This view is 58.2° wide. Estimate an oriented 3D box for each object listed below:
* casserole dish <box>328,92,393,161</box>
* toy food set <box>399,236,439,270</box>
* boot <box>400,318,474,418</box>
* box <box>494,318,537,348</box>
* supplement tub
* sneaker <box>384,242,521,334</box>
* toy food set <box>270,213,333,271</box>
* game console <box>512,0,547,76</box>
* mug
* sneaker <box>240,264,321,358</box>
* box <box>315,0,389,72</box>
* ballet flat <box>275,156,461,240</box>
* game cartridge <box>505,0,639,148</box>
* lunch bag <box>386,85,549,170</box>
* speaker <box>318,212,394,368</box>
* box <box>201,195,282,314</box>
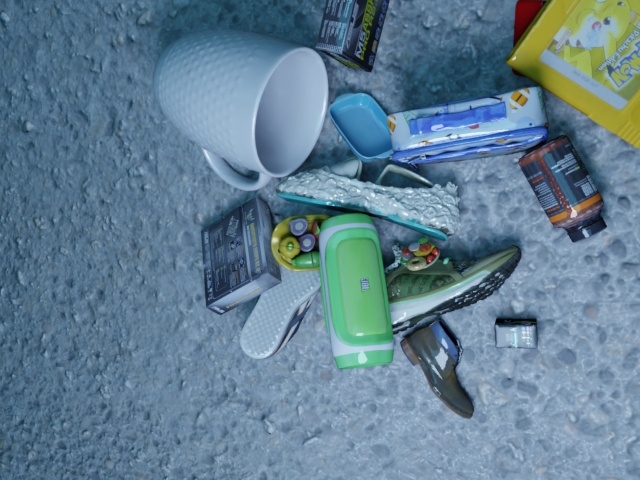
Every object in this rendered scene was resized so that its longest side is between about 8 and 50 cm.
[{"bbox_3d":[0.094,-0.242,1.249,0.114,0.037,0.188,-26,68,-17],"label":"casserole dish"},{"bbox_3d":[0.206,0.029,1.195,0.083,0.082,0.020,-32,125,-7],"label":"toy food set"},{"bbox_3d":[0.280,0.276,1.249,0.106,0.082,0.219,-45,78,22],"label":"boot"},{"bbox_3d":[0.409,0.194,1.201,0.083,0.062,0.052,-3,94,20],"label":"box"},{"bbox_3d":[0.477,-0.097,1.121,0.106,0.106,0.198,-28,86,21],"label":"supplement tub"},{"bbox_3d":[0.217,0.072,1.229,0.410,0.158,0.182,-24,70,16],"label":"sneaker"},{"bbox_3d":[0.000,0.000,1.276,0.217,0.071,0.128,-6,84,-9],"label":"toy food set"},{"bbox_3d":[0.441,-0.388,1.105,0.124,0.085,0.144,-1,117,9],"label":"game console"},{"bbox_3d":[-0.191,-0.280,1.288,0.327,0.276,0.374,23,134,25],"label":"mug"},{"bbox_3d":[-0.078,0.130,1.355,0.126,0.127,0.321,33,81,10],"label":"sneaker"},{"bbox_3d":[0.083,-0.497,1.165,0.060,0.216,0.270,17,101,17],"label":"box"},{"bbox_3d":[0.110,-0.106,1.255,0.408,0.147,0.147,15,101,13],"label":"ballet flat"},{"bbox_3d":[0.549,-0.355,1.022,0.323,0.053,0.285,31,118,-4],"label":"game cartridge"},{"bbox_3d":[0.277,-0.211,1.110,0.303,0.243,0.115,-8,93,20],"label":"lunch bag"},{"bbox_3d":[0.070,0.101,1.156,0.131,0.131,0.297,-13,73,21],"label":"speaker"},{"bbox_3d":[-0.192,0.034,1.350,0.183,0.056,0.231,-29,51,20],"label":"box"}]
